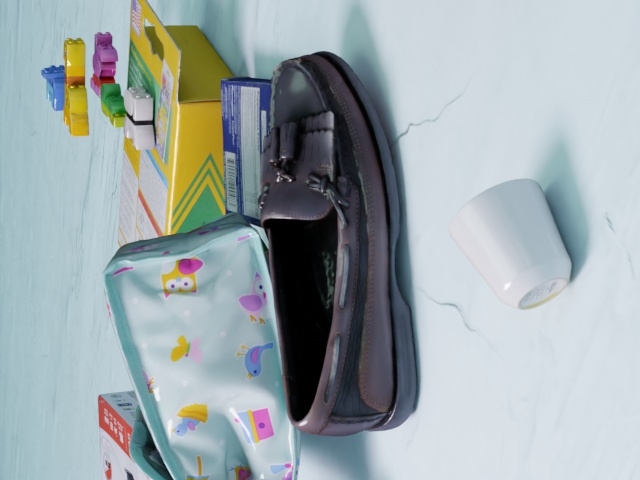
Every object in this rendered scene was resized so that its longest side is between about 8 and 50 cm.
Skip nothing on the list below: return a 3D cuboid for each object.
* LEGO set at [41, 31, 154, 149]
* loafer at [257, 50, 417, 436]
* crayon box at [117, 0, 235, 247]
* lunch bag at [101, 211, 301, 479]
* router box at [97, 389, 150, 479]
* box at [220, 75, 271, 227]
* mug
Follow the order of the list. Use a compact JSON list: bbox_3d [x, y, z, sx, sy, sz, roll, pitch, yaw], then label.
[{"bbox_3d":[-0.244,-0.175,1.428,0.227,0.087,0.093,-134,44,-58],"label":"LEGO set"},{"bbox_3d":[0.000,0.000,1.023,0.109,0.095,0.303,-19,79,51],"label":"loafer"},{"bbox_3d":[-0.149,-0.091,1.433,0.203,0.083,0.323,-124,35,-53],"label":"crayon box"},{"bbox_3d":[-0.091,0.120,1.158,0.223,0.160,0.262,-136,31,-82],"label":"lunch bag"},{"bbox_3d":[-0.188,0.362,1.621,0.335,0.082,0.301,-165,72,-67],"label":"router box"},{"bbox_3d":[-0.036,-0.076,1.206,0.225,0.036,0.137,-160,67,-66],"label":"box"},{"bbox_3d":[0.123,0.007,0.809,0.062,0.078,0.064,-40,60,25],"label":"mug"}]
